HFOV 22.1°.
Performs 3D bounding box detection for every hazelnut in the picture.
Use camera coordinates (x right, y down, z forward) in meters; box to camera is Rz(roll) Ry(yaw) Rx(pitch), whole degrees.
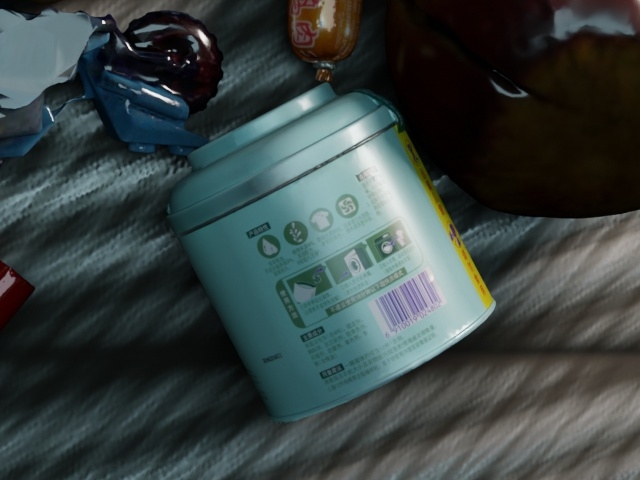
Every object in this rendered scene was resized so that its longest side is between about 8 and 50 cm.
[{"bbox_3d":[0.286,-0.207,1.856,0.429,0.402,0.402,0,88,-9],"label":"hazelnut"}]

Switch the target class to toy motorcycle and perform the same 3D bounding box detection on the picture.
[{"bbox_3d":[-0.313,-0.154,1.814,0.416,0.172,0.232,2,95,-24],"label":"toy motorcycle"}]

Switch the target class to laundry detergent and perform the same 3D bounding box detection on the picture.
[{"bbox_3d":[0.000,0.000,1.806,0.287,0.287,0.305,-28,95,-13],"label":"laundry detergent"}]

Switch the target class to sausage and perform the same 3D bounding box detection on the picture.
[{"bbox_3d":[0.008,-0.340,1.920,0.093,0.093,0.312,4,87,-13],"label":"sausage"}]

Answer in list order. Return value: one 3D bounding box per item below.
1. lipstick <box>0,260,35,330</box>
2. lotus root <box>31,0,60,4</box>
[{"bbox_3d":[-0.430,0.140,1.811,0.073,0.073,0.280,40,81,-9],"label":"lipstick"},{"bbox_3d":[-0.289,-0.420,1.743,0.111,0.390,0.375,-17,136,18],"label":"lotus root"}]
